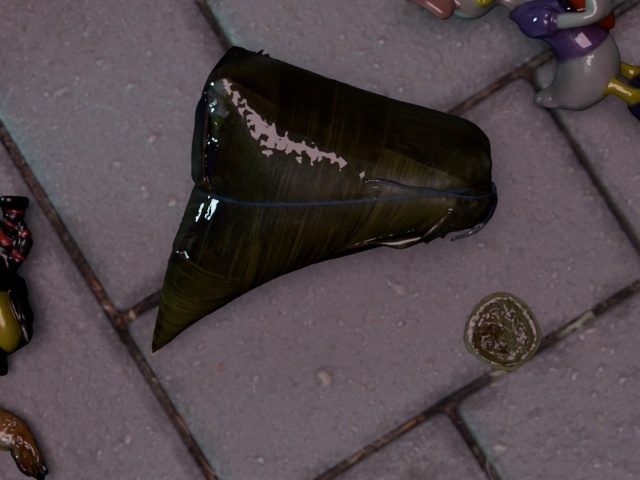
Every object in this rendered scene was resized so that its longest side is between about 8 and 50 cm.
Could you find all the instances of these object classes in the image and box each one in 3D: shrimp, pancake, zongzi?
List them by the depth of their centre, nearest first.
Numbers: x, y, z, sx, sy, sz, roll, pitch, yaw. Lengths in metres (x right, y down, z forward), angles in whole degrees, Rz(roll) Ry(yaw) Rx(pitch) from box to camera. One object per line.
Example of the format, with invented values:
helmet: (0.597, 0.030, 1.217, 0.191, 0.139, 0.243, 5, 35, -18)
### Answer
zongzi: (0.000, 0.000, 1.644, 0.403, 0.208, 0.432, 15, 108, -6)
pancake: (0.249, 0.125, 1.691, 0.108, 0.017, 0.108, 0, 91, 7)
shrimp: (-0.478, 0.358, 1.711, 0.222, 0.054, 0.290, -7, 85, 3)

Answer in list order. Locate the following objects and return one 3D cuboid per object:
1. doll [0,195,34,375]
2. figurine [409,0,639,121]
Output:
doll: (-0.446, 0.061, 1.700, 0.088, 0.127, 0.249, 4, 92, -30)
figurine: (0.303, -0.281, 1.636, 0.420, 0.154, 0.193, 34, 126, -5)
